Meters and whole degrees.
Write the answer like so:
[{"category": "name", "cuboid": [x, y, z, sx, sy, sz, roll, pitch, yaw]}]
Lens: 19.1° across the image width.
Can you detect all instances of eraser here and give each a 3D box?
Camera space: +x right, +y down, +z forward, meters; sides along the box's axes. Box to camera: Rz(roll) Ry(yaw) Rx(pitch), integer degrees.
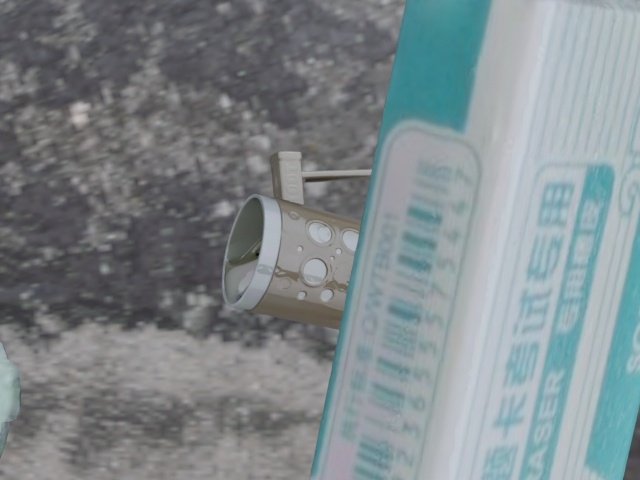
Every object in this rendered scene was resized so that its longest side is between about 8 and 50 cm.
[{"category": "eraser", "cuboid": [0.048, 0.038, 0.529, 0.095, 0.052, 0.225, -4, 108, -51]}]

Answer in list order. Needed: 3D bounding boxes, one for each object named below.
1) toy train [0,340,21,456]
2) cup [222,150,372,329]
[{"category": "toy train", "cuboid": [-0.207, 0.143, 0.576, 0.248, 0.173, 0.307, 0, 50, 0]}, {"category": "cup", "cuboid": [-0.003, 0.006, 1.182, 0.099, 0.074, 0.102, 14, 47, -19]}]
